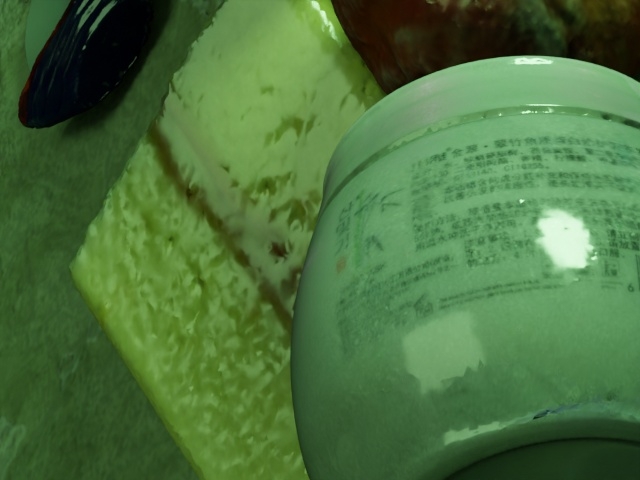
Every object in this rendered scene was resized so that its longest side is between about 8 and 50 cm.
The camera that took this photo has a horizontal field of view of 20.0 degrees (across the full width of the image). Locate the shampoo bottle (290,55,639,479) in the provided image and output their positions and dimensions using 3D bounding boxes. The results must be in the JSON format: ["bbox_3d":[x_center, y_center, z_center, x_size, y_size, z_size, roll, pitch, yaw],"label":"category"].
[{"bbox_3d":[0.119,0.056,1.044,0.273,0.273,0.266,-37,38,34],"label":"shampoo bottle"}]

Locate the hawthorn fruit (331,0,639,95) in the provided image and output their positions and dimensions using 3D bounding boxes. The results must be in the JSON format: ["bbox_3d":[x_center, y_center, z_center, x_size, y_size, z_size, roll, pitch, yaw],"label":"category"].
[{"bbox_3d":[0.112,-0.171,1.238,0.271,0.242,0.242,120,155,-64],"label":"hawthorn fruit"}]

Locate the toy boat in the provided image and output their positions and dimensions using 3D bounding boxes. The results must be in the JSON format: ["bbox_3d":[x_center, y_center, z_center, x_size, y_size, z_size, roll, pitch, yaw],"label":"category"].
[{"bbox_3d":[-0.264,-0.216,1.825,0.318,0.072,0.219,9,77,56],"label":"toy boat"}]

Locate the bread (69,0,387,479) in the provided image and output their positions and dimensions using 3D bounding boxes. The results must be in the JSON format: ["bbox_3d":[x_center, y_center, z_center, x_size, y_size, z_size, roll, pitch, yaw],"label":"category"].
[{"bbox_3d":[0.000,0.000,1.425,0.405,0.242,0.345,48,111,14],"label":"bread"}]
